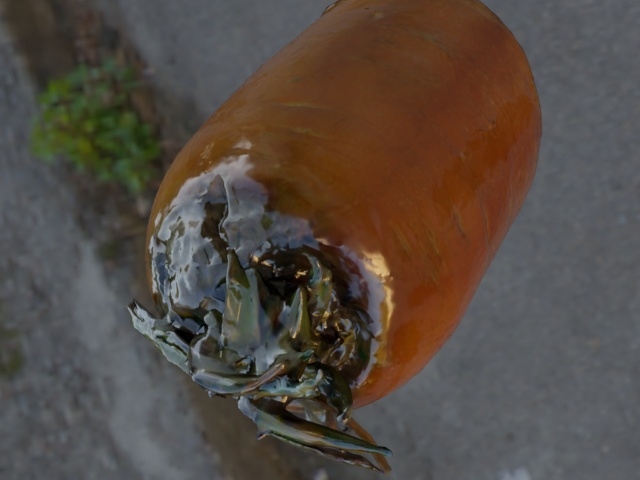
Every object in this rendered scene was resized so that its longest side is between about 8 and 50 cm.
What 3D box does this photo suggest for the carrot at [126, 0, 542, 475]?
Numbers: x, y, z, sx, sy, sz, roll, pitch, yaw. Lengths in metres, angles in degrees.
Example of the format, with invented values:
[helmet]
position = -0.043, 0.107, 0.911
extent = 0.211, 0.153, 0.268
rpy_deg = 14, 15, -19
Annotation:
[carrot]
position = 0.000, 0.000, 1.066
extent = 0.193, 0.331, 0.214
rpy_deg = 22, 125, 10
